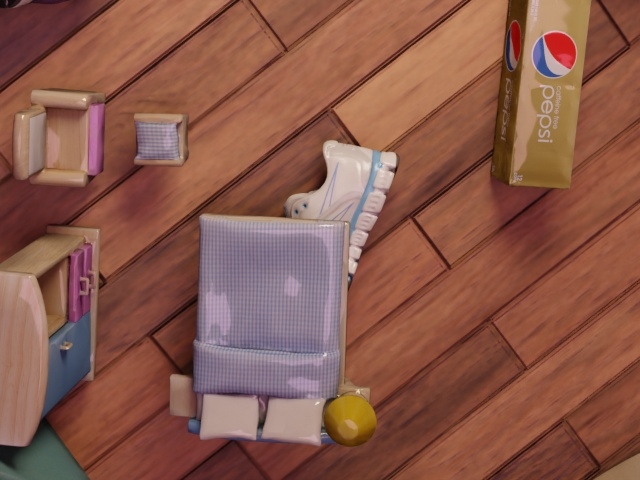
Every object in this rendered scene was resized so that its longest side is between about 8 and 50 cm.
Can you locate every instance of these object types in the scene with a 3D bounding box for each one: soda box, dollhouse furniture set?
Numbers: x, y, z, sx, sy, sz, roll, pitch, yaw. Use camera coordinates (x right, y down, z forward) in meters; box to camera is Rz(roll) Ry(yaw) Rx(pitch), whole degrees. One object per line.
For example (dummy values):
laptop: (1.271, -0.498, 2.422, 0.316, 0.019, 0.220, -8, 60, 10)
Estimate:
soda box: (0.193, -0.138, 1.426, 0.058, 0.061, 0.181, 2, 102, -11)
dollhouse furniture set: (-0.100, 0.036, 1.305, 0.303, 0.198, 0.286, 5, 102, 5)

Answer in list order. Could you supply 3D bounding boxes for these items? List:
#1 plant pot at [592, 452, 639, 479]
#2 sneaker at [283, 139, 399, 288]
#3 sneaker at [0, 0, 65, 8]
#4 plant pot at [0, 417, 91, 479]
plant pot: (0.286, 0.276, 1.515, 0.096, 0.109, 0.109, -19, 105, 8)
sneaker: (0.000, 0.000, 1.429, 0.083, 0.071, 0.191, 21, 95, 0)
sneaker: (-0.228, -0.333, 1.307, 0.124, 0.107, 0.283, -14, 102, -38)
plant pot: (-0.321, 0.198, 1.302, 0.166, 0.165, 0.234, -47, 142, 2)
